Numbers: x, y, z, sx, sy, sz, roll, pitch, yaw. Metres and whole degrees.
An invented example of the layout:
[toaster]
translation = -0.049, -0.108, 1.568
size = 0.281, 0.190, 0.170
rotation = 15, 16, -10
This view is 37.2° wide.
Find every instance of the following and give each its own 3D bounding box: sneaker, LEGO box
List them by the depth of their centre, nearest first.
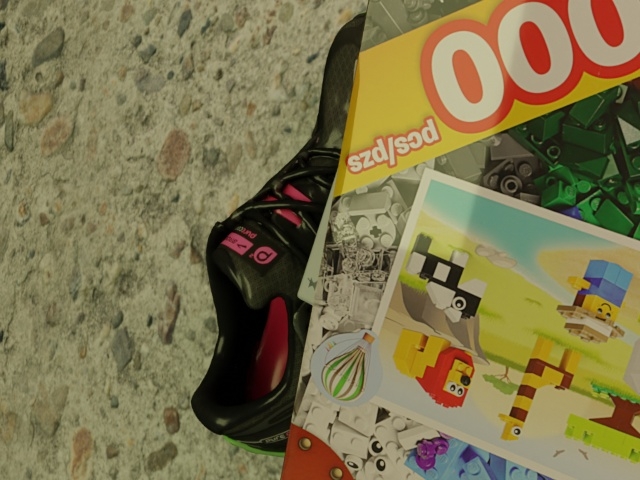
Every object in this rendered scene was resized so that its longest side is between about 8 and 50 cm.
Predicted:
[LEGO box]
translation = 0.263, 0.030, 0.554
size = 0.500, 0.193, 0.372
rotation = 13, 100, 16
[sneaker]
translation = 0.000, 0.000, 0.967
size = 0.185, 0.202, 0.482
rotation = 20, 96, 43

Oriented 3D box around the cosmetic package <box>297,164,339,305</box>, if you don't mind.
[cosmetic package]
translation = 0.129, -0.023, 0.835
size = 0.138, 0.225, 0.224
rotation = 24, 100, 43
